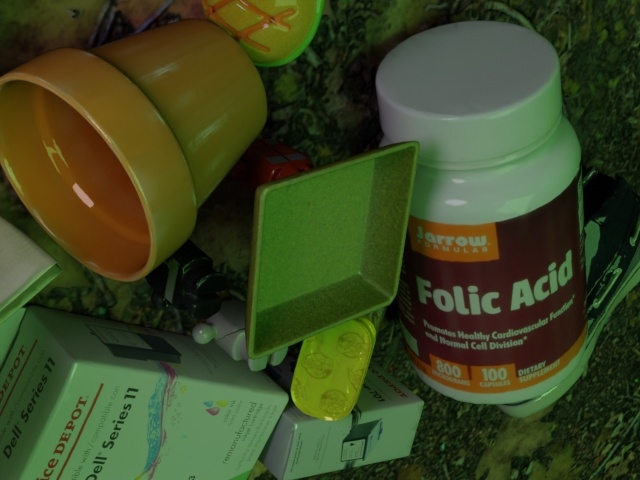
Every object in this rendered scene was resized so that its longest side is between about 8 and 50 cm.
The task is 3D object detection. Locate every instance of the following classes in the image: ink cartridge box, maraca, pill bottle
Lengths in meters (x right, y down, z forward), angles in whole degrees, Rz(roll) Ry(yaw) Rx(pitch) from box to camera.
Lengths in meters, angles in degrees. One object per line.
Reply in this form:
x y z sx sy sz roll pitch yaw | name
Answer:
-0.229 0.193 1.256 0.353 0.119 0.207 16 106 -43 | ink cartridge box
-0.053 -0.250 1.126 0.099 0.127 0.186 -40 137 -61 | maraca
0.000 0.196 1.428 0.190 0.139 0.082 -5 118 -37 | ink cartridge box
0.180 -0.026 1.371 0.224 0.224 0.392 -30 131 -21 | pill bottle

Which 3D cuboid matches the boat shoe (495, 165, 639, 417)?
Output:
0.309 0.059 1.618 0.341 0.127 0.158 -53 130 -11 | boat shoe

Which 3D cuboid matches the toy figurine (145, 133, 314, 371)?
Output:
-0.078 0.003 1.250 0.213 0.148 0.209 -49 141 -7 | toy figurine

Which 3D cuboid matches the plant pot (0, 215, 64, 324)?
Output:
-0.302 0.023 1.092 0.109 0.109 0.096 -43 92 -10 | plant pot

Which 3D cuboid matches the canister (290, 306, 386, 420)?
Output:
0.027 0.106 1.378 0.170 0.073 0.126 -60 166 -67 | canister

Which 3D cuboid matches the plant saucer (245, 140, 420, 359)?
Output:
0.000 0.000 1.170 0.188 0.045 0.188 -20 130 -35 | plant saucer

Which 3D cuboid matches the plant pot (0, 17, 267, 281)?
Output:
-0.154 -0.099 1.094 0.188 0.205 0.205 -41 137 -33 | plant pot
